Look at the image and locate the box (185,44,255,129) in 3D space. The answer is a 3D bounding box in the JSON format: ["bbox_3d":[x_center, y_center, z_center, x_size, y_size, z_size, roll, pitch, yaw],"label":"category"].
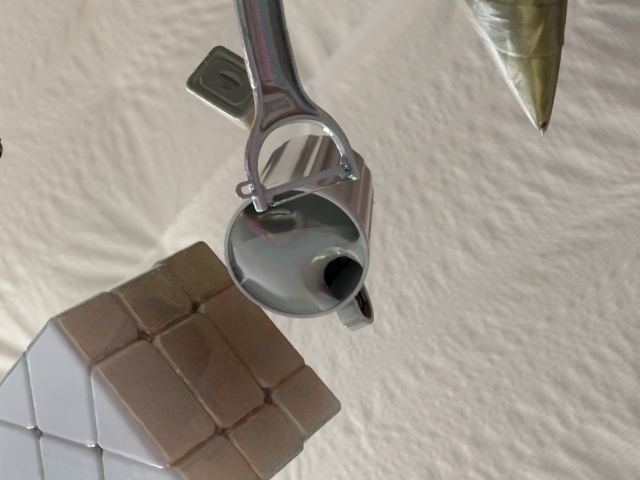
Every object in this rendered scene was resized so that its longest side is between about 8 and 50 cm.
[{"bbox_3d":[-0.132,-0.228,1.680,0.122,0.062,0.089,33,-101,23],"label":"box"}]

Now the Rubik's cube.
[{"bbox_3d":[-0.227,0.245,1.486,0.319,0.316,0.322,50,-55,7],"label":"Rubik's cube"}]

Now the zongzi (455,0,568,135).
[{"bbox_3d":[0.198,-0.273,1.243,0.145,0.273,0.300,-2,-89,35],"label":"zongzi"}]

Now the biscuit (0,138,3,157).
[{"bbox_3d":[-0.337,-0.109,0.878,0.053,0.194,0.194,-52,-129,9],"label":"biscuit"}]

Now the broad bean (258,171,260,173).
[{"bbox_3d":[-0.020,-0.032,1.841,0.254,0.065,0.046,50,-60,31],"label":"broad bean"}]

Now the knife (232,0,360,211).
[{"bbox_3d":[-0.051,-0.170,0.931,0.053,0.123,0.278,2,-71,52],"label":"knife"}]

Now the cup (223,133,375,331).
[{"bbox_3d":[-0.015,-0.003,1.344,0.166,0.202,0.221,3,-63,7],"label":"cup"}]
